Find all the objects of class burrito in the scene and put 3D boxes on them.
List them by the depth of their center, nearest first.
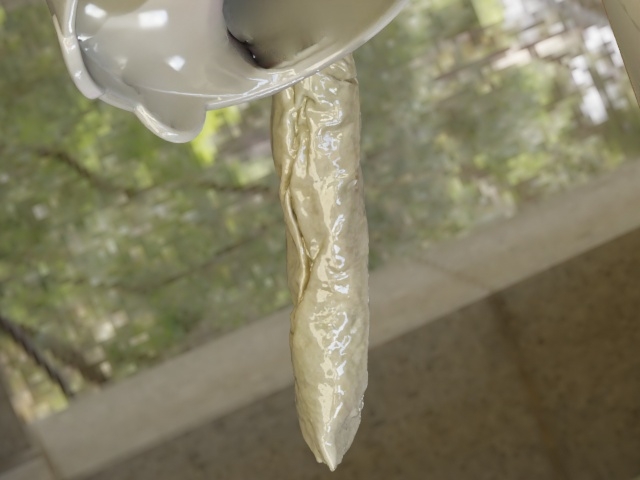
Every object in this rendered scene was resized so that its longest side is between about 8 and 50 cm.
[{"bbox_3d":[0.000,0.000,1.621,0.117,0.076,0.392,-117,-157,-70],"label":"burrito"}]

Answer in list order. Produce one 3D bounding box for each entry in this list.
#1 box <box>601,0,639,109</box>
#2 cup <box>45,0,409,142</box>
[{"bbox_3d":[0.397,-0.082,1.356,0.349,0.256,0.318,65,-3,-26],"label":"box"},{"bbox_3d":[-0.071,-0.207,1.137,0.290,0.219,0.258,70,-4,-59],"label":"cup"}]
